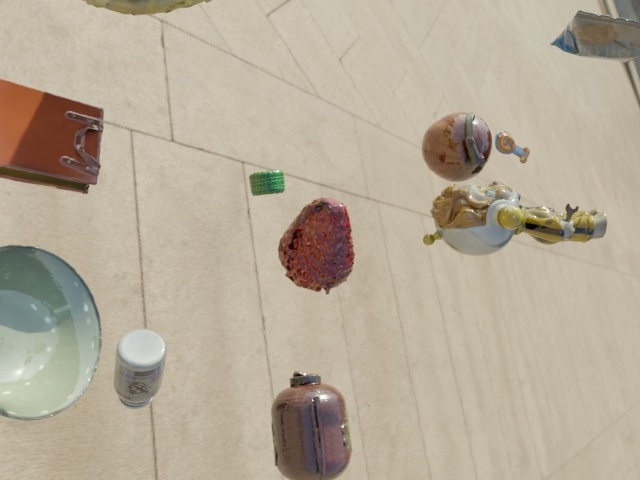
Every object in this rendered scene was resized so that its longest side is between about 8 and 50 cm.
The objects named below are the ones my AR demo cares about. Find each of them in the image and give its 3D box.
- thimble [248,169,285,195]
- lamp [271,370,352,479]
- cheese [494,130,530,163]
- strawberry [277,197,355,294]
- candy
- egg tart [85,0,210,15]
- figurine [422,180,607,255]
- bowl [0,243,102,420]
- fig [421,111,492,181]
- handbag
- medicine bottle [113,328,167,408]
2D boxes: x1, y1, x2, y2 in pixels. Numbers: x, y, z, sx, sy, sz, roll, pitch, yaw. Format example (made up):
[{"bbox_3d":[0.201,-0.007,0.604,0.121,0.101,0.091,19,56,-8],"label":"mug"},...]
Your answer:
[{"bbox_3d":[-0.198,-0.212,1.961,0.118,0.130,0.090,-24,108,-68],"label":"thimble"},{"bbox_3d":[-0.020,0.415,1.167,0.180,0.180,0.257,12,66,-50],"label":"lamp"},{"bbox_3d":[0.418,-0.204,1.167,0.111,0.017,0.047,21,90,-28],"label":"cheese"},{"bbox_3d":[0.000,0.000,1.320,0.206,0.244,0.205,9,43,-9],"label":"strawberry"},{"bbox_3d":[0.291,-0.208,0.542,0.136,0.088,0.038,-31,138,-75],"label":"candy"},{"bbox_3d":[-0.191,-0.363,0.604,0.098,0.253,0.231,91,10,-68],"label":"egg tart"},{"bbox_3d":[0.170,-0.019,0.476,0.144,0.101,0.068,-2,104,-16],"label":"figurine"},{"bbox_3d":[-0.607,0.186,1.037,0.337,0.158,0.336,-16,90,-70],"label":"bowl"},{"bbox_3d":[0.376,-0.252,1.445,0.205,0.205,0.205,27,54,-44],"label":"fig"},{"bbox_3d":[-0.403,-0.146,0.738,0.190,0.063,0.127,12,68,-36],"label":"handbag"},{"bbox_3d":[-0.410,0.296,1.208,0.107,0.191,0.106,13,39,-10],"label":"medicine bottle"}]
